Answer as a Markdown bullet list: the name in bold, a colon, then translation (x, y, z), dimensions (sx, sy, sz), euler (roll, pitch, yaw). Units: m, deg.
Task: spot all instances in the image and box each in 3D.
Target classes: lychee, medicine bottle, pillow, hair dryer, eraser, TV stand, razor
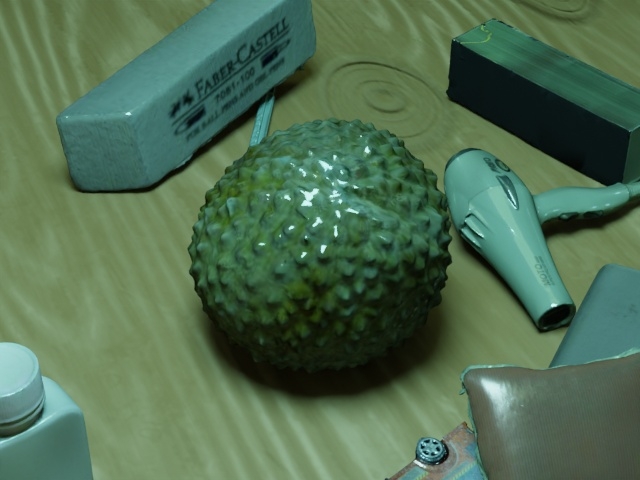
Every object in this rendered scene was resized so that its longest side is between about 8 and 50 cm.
- **lychee**: translation (0.000, 0.000, 1.364), dimensions (0.255, 0.274, 0.255), euler (1, 70, -3)
- **medicine bottle**: translation (-0.254, 0.173, 1.190), dimensions (0.119, 0.183, 0.069), euler (-25, 46, -27)
- **pillow**: translation (0.213, 0.181, 1.208), dimensions (0.179, 0.075, 0.171), euler (-5, 77, -14)
- **hair dryer**: translation (0.268, 0.002, 1.506), dimensions (0.267, 0.092, 0.229), euler (5, 45, -9)
- **eraser**: translation (-0.145, -0.181, 1.661), dimensions (0.077, 0.111, 0.352), euler (28, 53, 30)
- **TV stand**: translation (0.274, -0.163, 1.689), dimensions (0.082, 0.088, 0.269), euler (-31, 47, -31)
- **razor**: translation (-0.070, -0.146, 1.720), dimensions (0.084, 0.036, 0.211), euler (-3, 43, 10)

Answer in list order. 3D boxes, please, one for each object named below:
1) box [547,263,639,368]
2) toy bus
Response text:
- **box**: translation (0.277, 0.118, 1.361), dimensions (0.103, 0.055, 0.244), euler (17, 42, 20)
- **toy bus**: translation (0.075, 0.233, 1.214), dimensions (0.192, 0.065, 0.077), euler (-31, 59, -33)
